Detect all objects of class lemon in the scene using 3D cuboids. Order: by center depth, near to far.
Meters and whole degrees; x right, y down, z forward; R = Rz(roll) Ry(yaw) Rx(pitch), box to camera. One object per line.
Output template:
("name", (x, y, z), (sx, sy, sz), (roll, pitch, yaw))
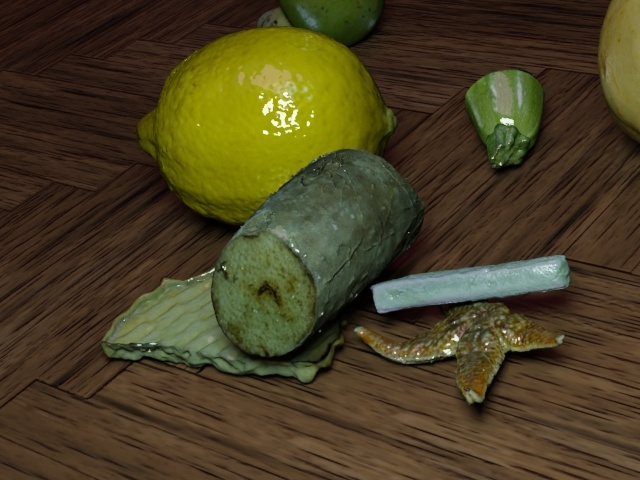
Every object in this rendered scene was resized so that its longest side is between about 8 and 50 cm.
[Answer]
("lemon", (-0.066, -0.132, 1.580), (0.320, 0.245, 0.245), (-2, 32, 15))

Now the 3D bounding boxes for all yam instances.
("yam", (0.000, 0.000, 1.367), (0.154, 0.154, 0.254), (9, 30, 31))

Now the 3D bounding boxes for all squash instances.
("squash", (0.236, -0.134, 1.638), (0.105, 0.105, 0.132), (-8, 46, 7))

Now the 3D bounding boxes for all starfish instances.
("starfish", (0.132, 0.099, 1.324), (0.138, 0.050, 0.247), (-24, 22, -23))

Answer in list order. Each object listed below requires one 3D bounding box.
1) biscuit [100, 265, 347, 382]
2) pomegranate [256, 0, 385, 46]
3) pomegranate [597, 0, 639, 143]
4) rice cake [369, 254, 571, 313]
("biscuit", (-0.085, 0.082, 1.439), (0.273, 0.036, 0.187), (5, 35, 27))
("pomegranate", (0.005, -0.363, 2.035), (0.179, 0.210, 0.179), (21, 24, -10))
("pomegranate", (0.454, -0.233, 1.509), (0.307, 0.307, 0.307), (-9, 31, 6))
("rice cake", (0.148, 0.045, 1.334), (0.207, 0.033, 0.033), (-8, 11, 21))
